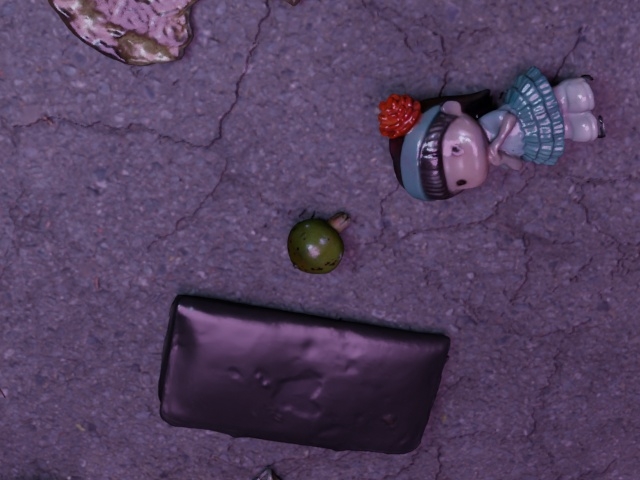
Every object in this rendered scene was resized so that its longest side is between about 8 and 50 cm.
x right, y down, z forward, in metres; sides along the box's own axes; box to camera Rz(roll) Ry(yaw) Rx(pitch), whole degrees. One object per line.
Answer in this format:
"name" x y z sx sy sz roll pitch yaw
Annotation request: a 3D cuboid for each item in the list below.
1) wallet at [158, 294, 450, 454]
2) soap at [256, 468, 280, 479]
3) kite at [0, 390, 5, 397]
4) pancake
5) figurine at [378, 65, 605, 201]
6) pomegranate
"wallet" -0.021 0.184 1.235 0.377 0.051 0.197 9 112 -9
"soap" -0.123 0.510 1.227 0.169 0.339 0.304 38 109 -21
"kite" -0.463 0.207 1.157 0.006 0.244 0.198 -9 161 23
"pancake" -0.152 -0.314 0.997 0.286 0.033 0.288 20 113 -14
"figurine" 0.191 -0.130 1.068 0.245 0.110 0.138 -16 114 -1
"pomegranate" -0.004 -0.001 1.141 0.073 0.073 0.085 15 78 -10
